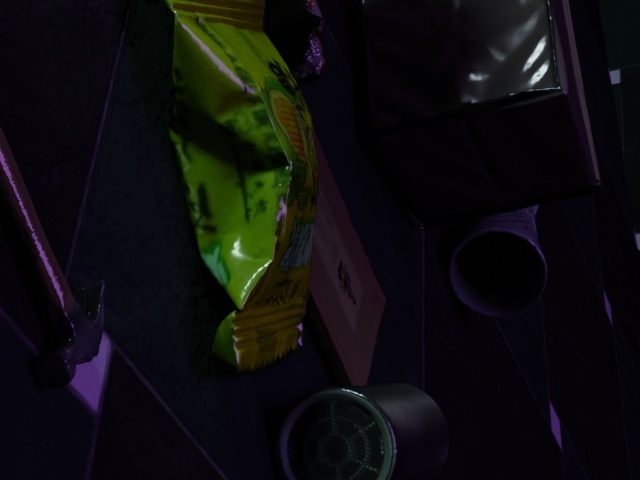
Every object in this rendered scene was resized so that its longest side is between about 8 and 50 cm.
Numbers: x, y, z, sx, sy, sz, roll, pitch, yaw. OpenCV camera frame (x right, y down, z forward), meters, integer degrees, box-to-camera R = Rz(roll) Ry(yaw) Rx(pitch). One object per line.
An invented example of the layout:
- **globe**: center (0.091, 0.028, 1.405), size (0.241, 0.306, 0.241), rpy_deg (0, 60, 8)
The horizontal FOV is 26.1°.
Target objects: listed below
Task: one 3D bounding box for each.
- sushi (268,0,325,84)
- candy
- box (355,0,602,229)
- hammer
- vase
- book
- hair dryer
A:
- **sushi**: center (-0.010, -0.152, 1.022), size (0.046, 0.044, 0.083), rpy_deg (47, 35, -53)
- **candy**: center (-0.041, -0.046, 0.821), size (0.149, 0.069, 0.246), rpy_deg (-6, 84, -74)
- **box**: center (0.136, -0.168, 1.241), size (0.153, 0.188, 0.252), rpy_deg (50, 34, -53)
- **hammer**: center (-0.137, -0.027, 0.610), size (0.062, 0.017, 0.182), rpy_deg (-54, 127, -67)
- **vase**: center (0.188, -0.010, 1.428), size (0.219, 0.096, 0.096), rpy_deg (-67, 139, -65)
- **book**: center (0.000, 0.000, 0.986), size (0.138, 0.016, 0.199), rpy_deg (-70, 142, -59)
- **hair dryer**: center (0.043, 0.218, 0.901), size (0.195, 0.078, 0.248), rpy_deg (15, 72, -70)
